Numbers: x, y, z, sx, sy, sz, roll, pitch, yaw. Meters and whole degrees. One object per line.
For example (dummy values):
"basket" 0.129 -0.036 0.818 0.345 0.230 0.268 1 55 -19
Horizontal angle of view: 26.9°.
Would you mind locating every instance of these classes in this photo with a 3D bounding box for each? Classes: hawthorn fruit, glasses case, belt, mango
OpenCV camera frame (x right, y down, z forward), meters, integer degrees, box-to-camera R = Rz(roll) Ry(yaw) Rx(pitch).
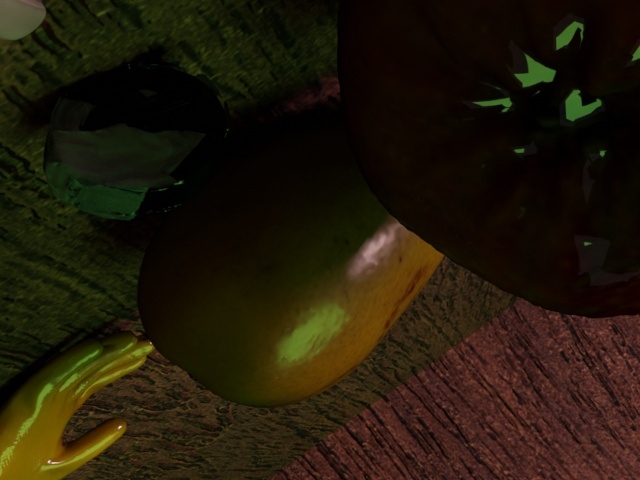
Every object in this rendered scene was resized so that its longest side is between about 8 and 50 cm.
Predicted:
"hawthorn fruit" 0.218 -0.166 0.983 0.403 0.403 0.403 -33 164 -10
"glasses case" -0.191 -0.137 0.786 0.032 0.021 0.083 -40 164 13
"belt" -0.131 -0.070 0.960 0.140 0.105 0.058 -18 159 -23
"mango" 0.000 0.000 1.244 0.378 0.221 0.264 -39 164 -23

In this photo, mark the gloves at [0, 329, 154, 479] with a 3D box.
"gloves" -0.296 0.197 1.428 0.294 0.116 0.133 -41 172 -5
